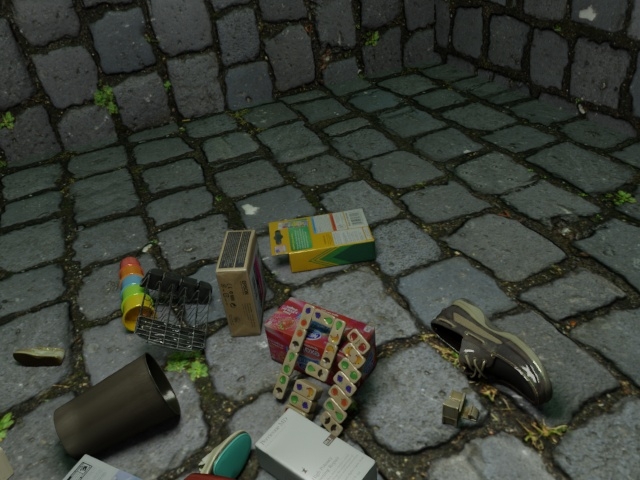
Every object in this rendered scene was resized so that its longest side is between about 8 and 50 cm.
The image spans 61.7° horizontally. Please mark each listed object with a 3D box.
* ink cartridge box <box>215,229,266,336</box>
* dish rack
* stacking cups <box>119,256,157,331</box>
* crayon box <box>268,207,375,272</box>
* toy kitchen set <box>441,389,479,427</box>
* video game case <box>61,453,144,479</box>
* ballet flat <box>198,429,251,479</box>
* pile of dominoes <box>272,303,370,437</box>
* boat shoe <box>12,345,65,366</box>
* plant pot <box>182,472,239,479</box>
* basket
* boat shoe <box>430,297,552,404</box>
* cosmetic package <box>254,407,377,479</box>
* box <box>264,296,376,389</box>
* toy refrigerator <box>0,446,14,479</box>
[{"bbox_3d":[-0.213,0.116,1.481,0.088,0.234,0.193,-4,35,4],"label":"ink cartridge box"},{"bbox_3d":[-0.403,0.198,1.473,0.208,0.074,0.271,17,37,-20],"label":"dish rack"},{"bbox_3d":[-0.564,0.143,1.628,0.096,0.096,0.316,-17,35,-14],"label":"stacking cups"},{"bbox_3d":[0.000,0.000,1.746,0.323,0.083,0.203,-8,34,-3],"label":"crayon box"},{"bbox_3d":[0.310,0.357,1.171,0.068,0.075,0.083,11,42,23],"label":"toy kitchen set"},{"bbox_3d":[-0.445,0.568,1.011,0.244,0.061,0.269,10,38,24],"label":"video game case"},{"bbox_3d":[-0.228,0.488,1.081,0.086,0.086,0.248,8,37,21],"label":"ballet flat"},{"bbox_3d":[-0.006,0.291,1.204,0.196,0.251,0.040,20,1,30],"label":"pile of dominoes"},{"bbox_3d":[-0.764,0.313,1.461,0.135,0.050,0.045,6,32,1],"label":"boat shoe"},{"bbox_3d":[-0.181,0.541,0.855,0.267,0.267,0.236,-34,30,-34],"label":"plant pot"},{"bbox_3d":[-0.458,0.379,1.206,0.227,0.204,0.154,-28,63,-12],"label":"basket"},{"bbox_3d":[0.387,0.273,1.259,0.130,0.132,0.355,-27,29,-11],"label":"boat shoe"},{"bbox_3d":[-0.011,0.452,1.085,0.231,0.085,0.117,20,42,32],"label":"cosmetic package"},{"bbox_3d":[0.001,0.256,1.328,0.257,0.128,0.122,16,41,30],"label":"box"},{"bbox_3d":[-0.822,0.484,1.180,0.270,0.094,0.102,10,32,21],"label":"toy refrigerator"}]
